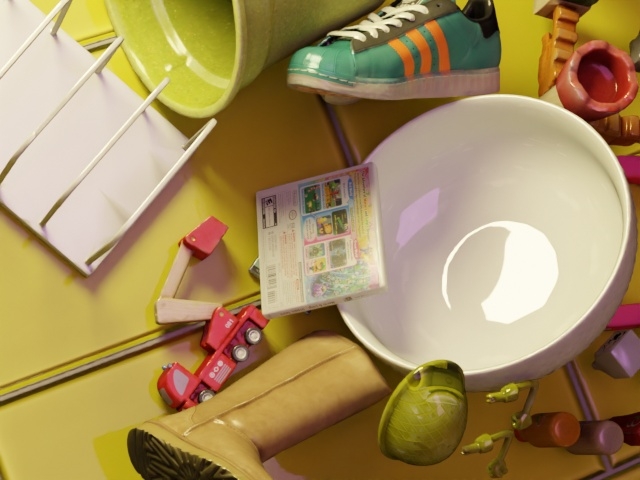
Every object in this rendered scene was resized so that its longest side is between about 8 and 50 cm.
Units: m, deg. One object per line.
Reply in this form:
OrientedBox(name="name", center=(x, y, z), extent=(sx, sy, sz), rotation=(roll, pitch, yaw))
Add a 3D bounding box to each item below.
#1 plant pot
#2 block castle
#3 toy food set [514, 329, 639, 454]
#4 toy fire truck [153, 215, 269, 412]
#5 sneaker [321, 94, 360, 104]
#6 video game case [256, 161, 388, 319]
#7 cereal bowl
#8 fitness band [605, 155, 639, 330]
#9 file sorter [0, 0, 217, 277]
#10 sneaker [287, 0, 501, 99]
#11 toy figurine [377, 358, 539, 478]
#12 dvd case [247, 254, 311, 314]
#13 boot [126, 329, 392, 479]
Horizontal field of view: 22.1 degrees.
OrientedBox(name="plant pot", center=(-0.067, -0.302, 1.781), extent=(0.254, 0.276, 0.276), rotation=(-24, 88, -32))
OrientedBox(name="block castle", center=(0.420, -0.321, 1.923), extent=(0.303, 0.213, 0.453), rotation=(11, 71, -15))
OrientedBox(name="toy food set", center=(0.339, 0.176, 1.895), extent=(0.232, 0.104, 0.111), rotation=(-44, 100, -21))
OrientedBox(name="toy fire truck", center=(-0.133, 0.084, 1.787), extent=(0.135, 0.047, 0.192), rotation=(39, 73, -7))
OrientedBox(name="sneaker", center=(0.068, -0.201, 1.893), extent=(0.152, 0.061, 0.054), rotation=(-23, 90, -18))
OrientedBox(name="video game case", center=(0.000, 0.000, 1.793), extent=(0.143, 0.019, 0.157), rotation=(-14, 60, 17))
OrientedBox(name="cereal bowl", center=(0.186, 0.017, 1.796), extent=(0.339, 0.141, 0.339), rotation=(-9, 62, 18))
OrientedBox(name="fitness band", center=(0.338, 0.002, 1.948), extent=(0.290, 0.054, 0.209), rotation=(-3, 81, -19))
OrientedBox(name="file sorter", center=(-0.276, -0.134, 1.713), extent=(0.277, 0.173, 0.193), rotation=(41, 71, -7))
OrientedBox(name="sneaker", center=(0.082, -0.217, 1.788), extent=(0.302, 0.108, 0.121), rotation=(-8, 103, -43))
OrientedBox(name="toy figurine", center=(0.122, 0.326, 1.646), extent=(0.191, 0.217, 0.363), rotation=(11, 121, -24))
OrientedBox(name="dvd case", center=(-0.015, 0.012, 1.855), extent=(0.087, 0.013, 0.119), rotation=(38, 73, -8))
OrientedBox(name="boot", center=(-0.029, 0.194, 1.678), extent=(0.269, 0.236, 0.089), rotation=(-24, 130, -37))
